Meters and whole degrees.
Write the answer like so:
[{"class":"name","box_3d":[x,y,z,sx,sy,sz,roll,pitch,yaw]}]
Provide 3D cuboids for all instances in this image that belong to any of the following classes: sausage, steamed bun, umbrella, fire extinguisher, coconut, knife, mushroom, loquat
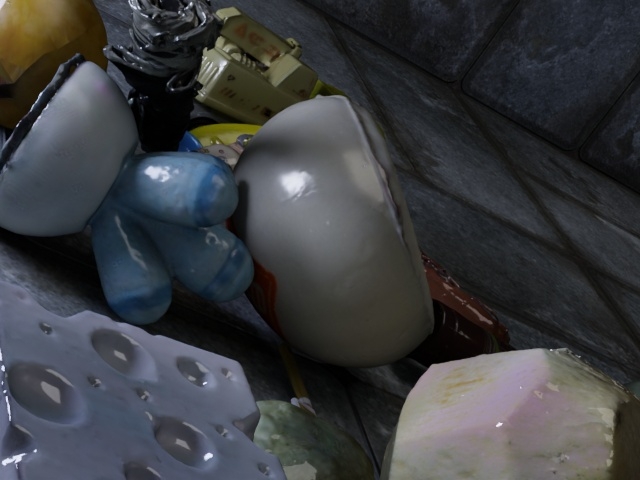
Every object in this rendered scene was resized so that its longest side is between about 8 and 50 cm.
[{"class":"sausage","box_3d":[0.186,0.079,2.114,0.087,0.079,0.326,-15,51,-46]},{"class":"steamed bun","box_3d":[0.000,0.000,1.681,0.374,0.241,0.374,161,-90,-88]},{"class":"umbrella","box_3d":[-0.199,-0.191,1.571,0.113,0.106,0.357,38,-25,7]},{"class":"fire extinguisher","box_3d":[0.271,0.212,1.898,0.341,0.105,0.141,32,46,-29]},{"class":"coconut","box_3d":[0.222,0.281,1.409,0.353,0.352,0.352,31,20,-13]},{"class":"knife","box_3d":[-0.021,0.212,1.547,0.046,0.022,0.256,46,13,-39]},{"class":"mushroom","box_3d":[-0.046,0.239,1.239,0.189,0.164,0.267,46,22,25]},{"class":"loquat","box_3d":[-0.403,-0.263,1.719,0.235,0.235,0.235,31,20,-13]}]

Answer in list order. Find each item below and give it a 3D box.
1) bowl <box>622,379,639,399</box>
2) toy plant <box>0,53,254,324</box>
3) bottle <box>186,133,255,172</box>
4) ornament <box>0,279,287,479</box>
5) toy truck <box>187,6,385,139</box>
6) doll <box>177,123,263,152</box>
[{"class":"bowl","box_3d":[0.526,0.334,1.894,0.307,0.163,0.307,35,26,-20]},{"class":"toy plant","box_3d":[-0.220,-0.039,1.516,0.332,0.247,0.247,34,19,-9]},{"class":"bottle","box_3d":[-0.158,-0.090,1.779,0.209,0.110,0.097,-23,50,-37]},{"class":"ornament","box_3d":[-0.187,0.217,0.948,0.240,0.239,0.239,23,22,-32]},{"class":"toy truck","box_3d":[-0.081,-0.207,2.094,0.405,0.254,0.180,25,17,-34]},{"class":"doll","box_3d":[-0.095,-0.106,1.958,0.363,0.145,0.199,19,67,-31]}]
